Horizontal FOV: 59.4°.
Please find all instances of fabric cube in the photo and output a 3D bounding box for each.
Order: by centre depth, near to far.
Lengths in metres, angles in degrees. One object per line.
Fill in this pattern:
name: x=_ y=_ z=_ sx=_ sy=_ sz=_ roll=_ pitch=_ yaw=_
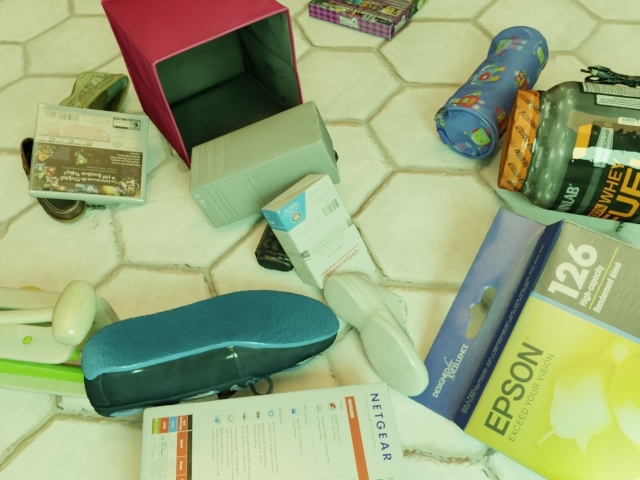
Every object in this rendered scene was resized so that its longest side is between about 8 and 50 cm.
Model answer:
fabric cube: x=-0.213 y=-0.326 z=1.057 sx=0.254 sy=0.259 sz=0.258 roll=-31 pitch=54 yaw=-18

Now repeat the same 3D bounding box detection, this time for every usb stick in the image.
usb stick: x=-0.037 y=-0.066 z=0.970 sx=0.077 sy=0.045 sz=0.278 roll=13 pitch=54 yaw=9

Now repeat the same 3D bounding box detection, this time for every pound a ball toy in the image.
pound a ball toy: x=-0.413 y=0.103 z=0.763 sx=0.319 sy=0.208 sz=0.136 roll=4 pitch=52 yaw=9

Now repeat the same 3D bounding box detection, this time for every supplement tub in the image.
supplement tub: x=0.466 y=-0.135 z=0.880 sx=0.338 sy=0.207 sz=0.207 roll=10 pitch=53 yaw=13

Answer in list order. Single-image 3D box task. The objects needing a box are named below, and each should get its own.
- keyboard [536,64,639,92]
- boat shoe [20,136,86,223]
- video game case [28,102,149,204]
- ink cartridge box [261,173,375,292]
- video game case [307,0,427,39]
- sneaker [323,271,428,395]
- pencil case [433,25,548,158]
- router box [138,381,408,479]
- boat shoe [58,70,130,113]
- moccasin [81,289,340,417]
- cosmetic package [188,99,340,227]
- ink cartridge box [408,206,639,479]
keyboard: x=0.526 y=-0.222 z=0.948 sx=0.317 sy=0.201 sz=0.033 roll=10 pitch=68 yaw=12
boat shoe: x=-0.499 y=-0.113 z=1.028 sx=0.073 sy=0.073 sz=0.207 roll=-34 pitch=58 yaw=-23
video game case: x=-0.411 y=-0.154 z=1.007 sx=0.190 sy=0.022 sz=0.173 roll=3 pitch=73 yaw=-19
ink cartridge box: x=0.000 y=0.000 z=0.867 sx=0.104 sy=0.180 sz=0.060 roll=-38 pitch=24 yaw=-23
video game case: x=0.121 y=-0.587 z=1.371 sx=0.232 sy=0.042 sz=0.210 roll=25 pitch=58 yaw=23
sneaker: x=0.098 y=0.118 z=0.796 sx=0.094 sy=0.080 sz=0.212 roll=-11 pitch=50 yaw=-36
pencil case: x=0.325 y=-0.282 z=1.066 sx=0.133 sy=0.119 sz=0.306 roll=4 pitch=46 yaw=45
router box: x=-0.044 y=0.339 z=0.608 sx=0.301 sy=0.082 sz=0.335 roll=-4 pitch=51 yaw=-6
boat shoe: x=-0.448 y=-0.249 z=1.110 sx=0.089 sy=0.105 sz=0.285 roll=-7 pitch=51 yaw=3
moccasin: x=-0.139 y=0.147 z=0.755 sx=0.342 sy=0.117 sz=0.138 roll=-3 pitch=34 yaw=-27
cosmetic package: x=-0.095 y=-0.128 z=0.946 sx=0.238 sy=0.107 sz=0.127 roll=-16 pitch=45 yaw=10
ink cartridge box: x=0.307 y=0.136 z=0.698 sx=0.307 sy=0.072 sz=0.304 roll=25 pitch=83 yaw=19
